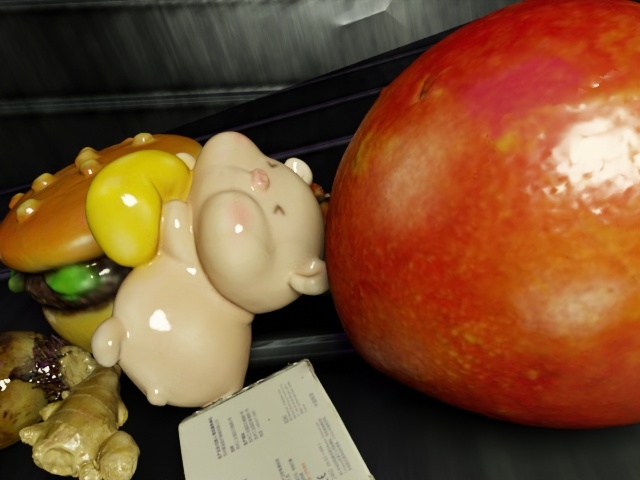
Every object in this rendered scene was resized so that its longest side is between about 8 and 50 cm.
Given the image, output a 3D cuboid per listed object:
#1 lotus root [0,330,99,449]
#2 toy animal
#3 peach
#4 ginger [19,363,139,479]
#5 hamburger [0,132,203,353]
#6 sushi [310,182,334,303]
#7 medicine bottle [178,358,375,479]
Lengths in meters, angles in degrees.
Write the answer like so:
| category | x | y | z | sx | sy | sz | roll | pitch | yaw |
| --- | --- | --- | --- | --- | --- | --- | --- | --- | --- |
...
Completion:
| category | x | y | z | sx | sy | sz | roll | pitch | yaw |
| --- | --- | --- | --- | --- | --- | --- | --- | --- | --- |
| lotus root | -0.474 | 0.216 | 0.745 | 0.314 | 0.141 | 0.169 | -22 | 23 | 0 |
| toy animal | -0.115 | 0.010 | 0.638 | 0.247 | 0.277 | 0.345 | -11 | 50 | 22 |
| peach | 0.181 | -0.014 | 0.491 | 0.388 | 0.388 | 0.388 | -17 | 28 | 9 |
| ginger | -0.292 | 0.226 | 0.660 | 0.115 | 0.081 | 0.205 | -18 | 25 | -19 |
| hamburger | -0.327 | -0.025 | 0.933 | 0.396 | 0.277 | 0.396 | -17 | 29 | 9 |
| sushi | 0.000 | 0.000 | 0.835 | 0.124 | 0.130 | 0.332 | -26 | 33 | -19 |
| medicine bottle | -0.052 | 0.222 | 0.535 | 0.171 | 0.052 | 0.201 | -26 | 28 | -10 |
